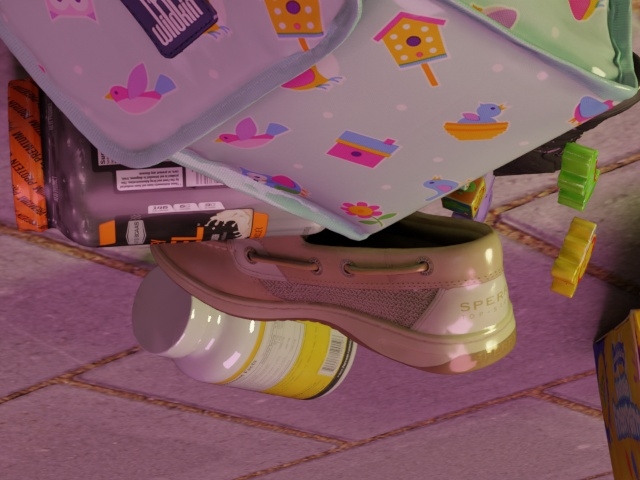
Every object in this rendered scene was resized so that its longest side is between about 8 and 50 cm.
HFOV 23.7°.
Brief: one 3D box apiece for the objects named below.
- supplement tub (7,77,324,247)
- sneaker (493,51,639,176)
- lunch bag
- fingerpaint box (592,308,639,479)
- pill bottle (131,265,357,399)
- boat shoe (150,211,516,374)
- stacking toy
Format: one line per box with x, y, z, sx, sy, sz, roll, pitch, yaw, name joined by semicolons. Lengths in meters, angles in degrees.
-0.090;-0.056;0.922;0.190;0.117;0.117;-3;158;-8;supplement tub
0.155;-0.081;1.027;0.170;0.051;0.089;-14;155;32;sneaker
-0.012;-0.125;0.730;0.262;0.160;0.223;22;149;-31;lunch bag
0.450;0.129;1.359;0.371;0.163;0.445;-9;172;4;fingerpaint box
-0.063;0.072;1.264;0.103;0.103;0.184;-25;152;37;pill bottle
0.000;0.000;1.032;0.302;0.098;0.109;18;-145;40;boat shoe
0.098;-0.045;0.988;0.167;0.052;0.221;21;163;15;stacking toy
